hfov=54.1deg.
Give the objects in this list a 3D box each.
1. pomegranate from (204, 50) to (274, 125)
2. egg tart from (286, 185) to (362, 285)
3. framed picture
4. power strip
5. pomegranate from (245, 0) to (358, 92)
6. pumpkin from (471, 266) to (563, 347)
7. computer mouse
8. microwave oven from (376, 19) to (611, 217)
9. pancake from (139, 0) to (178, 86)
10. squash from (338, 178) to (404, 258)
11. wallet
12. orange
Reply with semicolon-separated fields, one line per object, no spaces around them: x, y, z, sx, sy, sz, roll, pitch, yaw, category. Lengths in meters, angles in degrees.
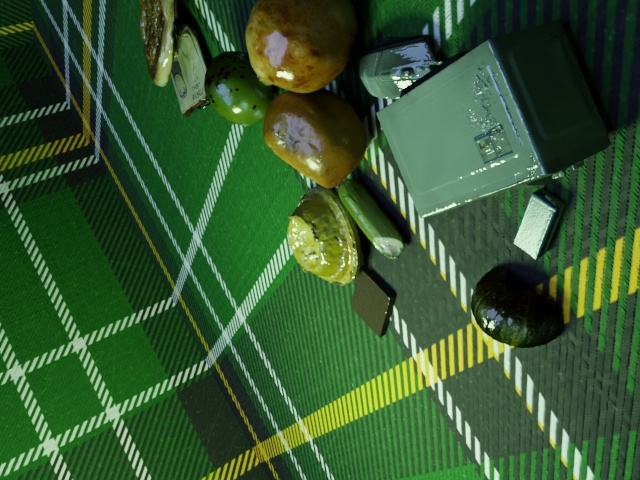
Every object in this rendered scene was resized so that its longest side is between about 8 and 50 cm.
-0.190;-0.410;1.641;0.248;0.202;0.202;-22;93;31;pomegranate
0.000;0.000;1.668;0.290;0.115;0.290;41;142;44;egg tart
0.138;0.162;1.668;0.128;0.023;0.168;46;146;32;framed picture
0.384;-0.030;1.101;0.056;0.032;0.123;43;144;35;power strip
-0.041;-0.425;1.298;0.248;0.248;0.248;39;142;39;pomegranate
0.358;0.138;1.203;0.183;0.107;0.119;34;133;41;pumpkin
0.146;-0.330;1.229;0.231;0.071;0.126;19;127;52;computer mouse
0.271;-0.186;1.016;0.295;0.181;0.237;-21;91;61;microwave oven
-0.508;-0.687;1.958;0.382;0.071;0.382;25;119;60;pancake
0.118;-0.053;1.489;0.239;0.069;0.069;54;149;22;squash
-0.431;-0.540;2.024;0.335;0.068;0.275;-1;104;63;wallet
-0.004;-0.243;1.413;0.249;0.183;0.249;36;177;2;orange
